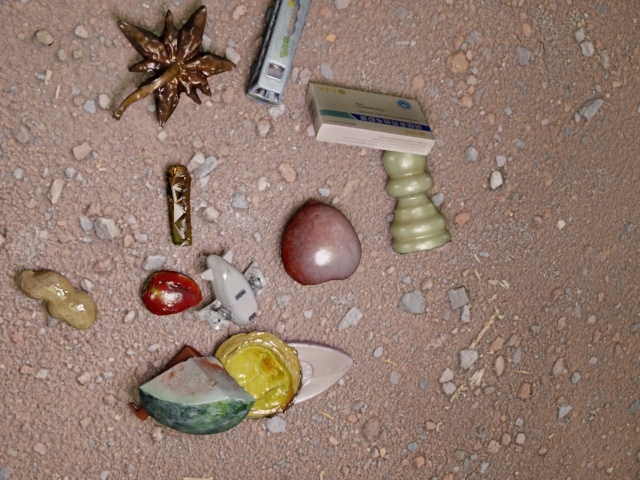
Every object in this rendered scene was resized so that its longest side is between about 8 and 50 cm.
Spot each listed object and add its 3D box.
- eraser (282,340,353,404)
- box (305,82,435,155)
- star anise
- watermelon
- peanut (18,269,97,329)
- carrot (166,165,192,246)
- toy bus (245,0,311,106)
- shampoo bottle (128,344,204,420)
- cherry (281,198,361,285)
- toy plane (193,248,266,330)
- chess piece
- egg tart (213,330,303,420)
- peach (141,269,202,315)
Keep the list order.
[{"bbox_3d":[-0.021,0.390,1.991,0.244,0.059,0.204,-8,101,-13],"label":"eraser"},{"bbox_3d":[0.141,-0.346,1.854,0.344,0.200,0.065,5,135,-19],"label":"box"},{"bbox_3d":[-0.393,-0.454,1.707,0.350,0.109,0.292,-13,98,-15],"label":"star anise"},{"bbox_3d":[-0.357,0.416,1.782,0.290,0.320,0.213,19,62,-23],"label":"watermelon"},{"bbox_3d":[-0.691,0.151,1.719,0.104,0.085,0.228,-45,108,4],"label":"peanut"},{"bbox_3d":[-0.387,-0.091,1.791,0.069,0.069,0.228,-4,101,-18],"label":"carrot"},{"bbox_3d":[-0.108,-0.538,1.770,0.109,0.136,0.329,16,93,-18],"label":"toy bus"},{"bbox_3d":[-0.434,0.411,1.849,0.244,0.085,0.085,-46,109,-5],"label":"shampoo bottle"},{"bbox_3d":[0.001,0.008,1.859,0.240,0.206,0.239,-2,106,-7],"label":"cherry"},{"bbox_3d":[-0.259,0.140,1.841,0.245,0.117,0.244,-8,101,-44],"label":"toy plane"},{"bbox_3d":[0.275,-0.139,1.952,0.182,0.182,0.330,-15,98,-15],"label":"chess piece"},{"bbox_3d":[-0.187,0.390,1.904,0.279,0.095,0.278,-1,102,-3],"label":"egg tart"},{"bbox_3d":[-0.411,0.152,1.807,0.172,0.092,0.127,11,92,-17],"label":"peach"}]
